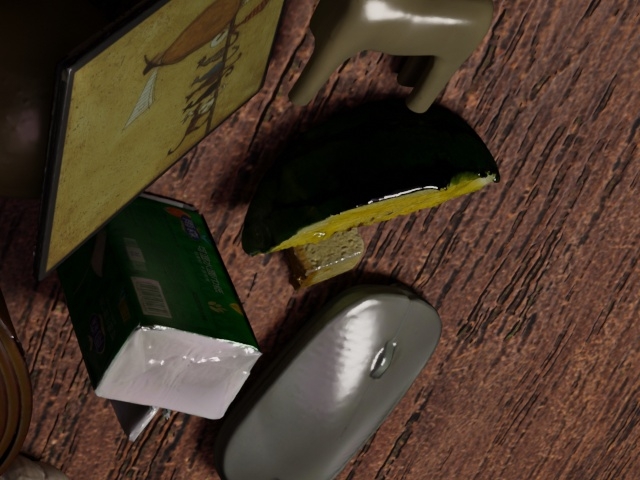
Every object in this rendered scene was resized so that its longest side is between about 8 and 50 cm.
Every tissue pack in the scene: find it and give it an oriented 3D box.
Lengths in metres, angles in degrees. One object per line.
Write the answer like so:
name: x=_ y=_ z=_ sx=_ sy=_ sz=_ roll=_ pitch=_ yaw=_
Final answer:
tissue pack: x=-0.176 y=0.076 z=1.519 sx=0.148 sy=0.209 sz=0.156 roll=13 pitch=124 yaw=-35

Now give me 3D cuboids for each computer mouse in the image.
computer mouse: x=0.012 y=0.188 z=1.799 sx=0.197 sy=0.095 sz=0.331 roll=16 pitch=120 yaw=-41

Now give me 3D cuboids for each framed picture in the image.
framed picture: x=-0.123 y=-0.138 z=1.326 sx=0.338 sy=0.014 sz=0.255 roll=-45 pitch=162 yaw=-40

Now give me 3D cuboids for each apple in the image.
apple: x=-0.258 y=-0.125 z=1.321 sx=0.200 sy=0.200 sz=0.200 roll=-14 pitch=133 yaw=-16

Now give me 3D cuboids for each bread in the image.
bread: x=0.000 y=0.000 z=1.678 sx=0.084 sy=0.080 sz=0.109 roll=-19 pitch=170 yaw=-11

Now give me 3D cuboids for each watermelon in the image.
watermelon: x=0.063 y=-0.064 z=1.599 sx=0.301 sy=0.123 sz=0.129 roll=-15 pitch=150 yaw=-23

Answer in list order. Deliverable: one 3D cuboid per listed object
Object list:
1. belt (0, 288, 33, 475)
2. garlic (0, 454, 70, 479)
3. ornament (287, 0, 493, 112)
belt: x=-0.401 y=0.116 z=1.501 sx=0.217 sy=0.122 sz=0.339 roll=-23 pitch=135 yaw=-9
garlic: x=-0.353 y=0.356 z=1.675 sx=0.218 sy=0.212 sz=0.218 roll=-11 pitch=126 yaw=-16
ornament: x=0.056 y=-0.210 z=1.434 sx=0.230 sy=0.061 sz=0.245 roll=-1 pitch=148 yaw=-28
